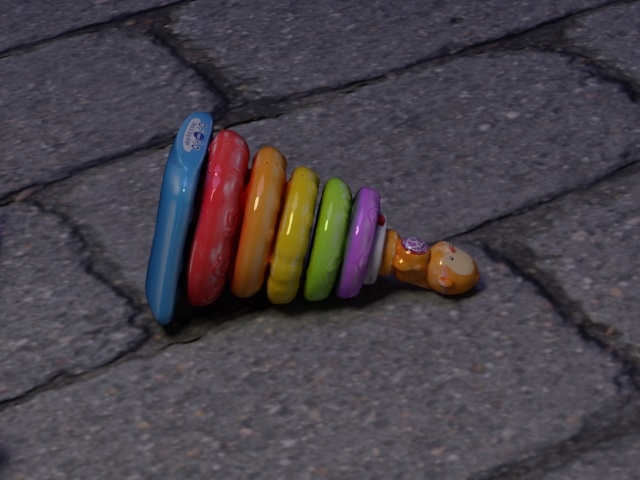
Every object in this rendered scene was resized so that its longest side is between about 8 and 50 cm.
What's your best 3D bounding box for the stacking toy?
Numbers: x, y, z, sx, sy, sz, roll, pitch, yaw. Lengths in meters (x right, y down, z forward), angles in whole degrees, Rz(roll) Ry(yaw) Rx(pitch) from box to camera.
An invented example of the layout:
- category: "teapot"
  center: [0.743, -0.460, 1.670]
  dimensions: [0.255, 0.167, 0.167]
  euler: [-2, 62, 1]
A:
- category: "stacking toy"
  center: [0.000, 0.000, 1.612]
  dimensions: [0.302, 0.165, 0.175]
  euler: [12, 28, -2]
